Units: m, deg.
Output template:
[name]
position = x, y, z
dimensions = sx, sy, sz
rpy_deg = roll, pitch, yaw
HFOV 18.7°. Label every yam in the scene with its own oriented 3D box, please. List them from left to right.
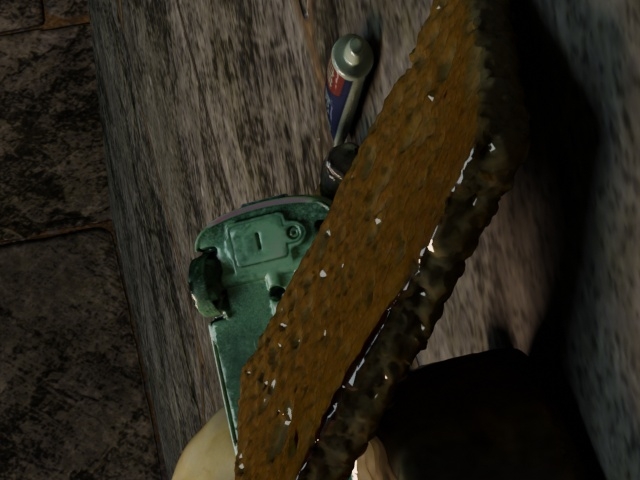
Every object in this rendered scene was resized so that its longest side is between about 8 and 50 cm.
[yam]
position = 0.002, 0.000, 1.103
dimensions = 0.027, 0.029, 0.234
rpy_deg = 36, 160, 10

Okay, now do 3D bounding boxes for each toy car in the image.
[toy car]
position = -0.001, 0.087, 1.029
dimensions = 0.076, 0.090, 0.224
rpy_deg = -3, -100, -71

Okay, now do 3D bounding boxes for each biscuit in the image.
[biscuit]
position = 0.018, 0.015, 0.710
dimensions = 0.131, 0.025, 0.231
rpy_deg = -89, 21, -52

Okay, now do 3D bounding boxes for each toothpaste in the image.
[toothpaste]
position = 0.012, -0.078, 0.985
dimensions = 0.140, 0.021, 0.037
rpy_deg = 109, 154, -78

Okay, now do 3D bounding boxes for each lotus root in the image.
[lotus root]
position = 0.073, 0.172, 0.724
dimensions = 0.170, 0.074, 0.261
rpy_deg = 168, 91, -78

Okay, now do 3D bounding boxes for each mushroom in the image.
[mushroom]
position = -0.039, 0.169, 1.284
dimensions = 0.148, 0.112, 0.148
rpy_deg = -29, 53, 46

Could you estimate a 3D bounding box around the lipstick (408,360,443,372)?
[lipstick]
position = 0.063, 0.117, 0.816
dimensions = 0.038, 0.038, 0.131
rpy_deg = -147, 47, -78
